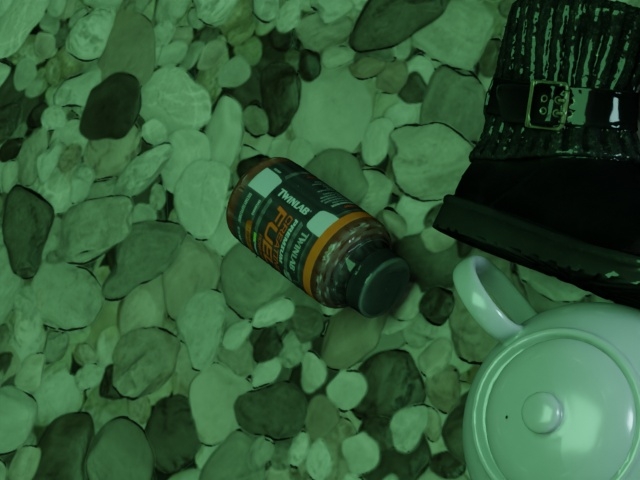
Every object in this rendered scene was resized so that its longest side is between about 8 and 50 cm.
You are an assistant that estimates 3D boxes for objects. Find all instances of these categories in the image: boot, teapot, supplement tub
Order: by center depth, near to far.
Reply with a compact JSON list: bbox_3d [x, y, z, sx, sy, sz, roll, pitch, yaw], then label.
[{"bbox_3d":[0.218,0.155,1.201,0.256,0.187,0.252,9,79,35],"label":"teapot"},{"bbox_3d":[0.277,-0.083,1.274,0.348,0.131,0.260,22,87,36],"label":"boot"},{"bbox_3d":[0.000,0.000,1.437,0.198,0.106,0.106,36,95,35],"label":"supplement tub"}]
